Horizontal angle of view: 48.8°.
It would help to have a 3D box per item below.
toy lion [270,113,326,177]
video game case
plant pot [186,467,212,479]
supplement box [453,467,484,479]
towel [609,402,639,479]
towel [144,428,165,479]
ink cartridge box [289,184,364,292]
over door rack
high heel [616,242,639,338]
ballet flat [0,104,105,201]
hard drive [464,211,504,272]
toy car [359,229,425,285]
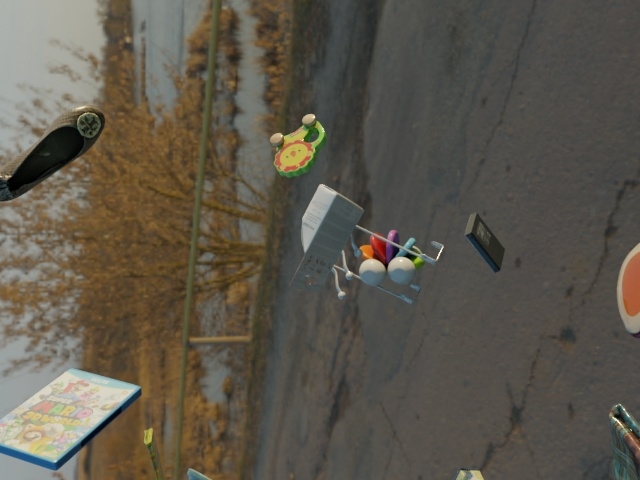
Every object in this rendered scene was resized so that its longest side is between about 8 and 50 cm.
[{"bbox_3d":[-0.033,-0.149,1.151,0.096,0.100,0.034,60,-178,41],"label":"toy lion"},{"bbox_3d":[-0.324,0.220,0.891,0.166,0.119,0.015,-42,-43,-60],"label":"video game case"},{"bbox_3d":[-0.176,0.612,1.136,0.334,0.341,0.341,-54,2,-24],"label":"plant pot"},{"bbox_3d":[0.379,0.639,1.793,0.083,0.056,0.083,-110,31,-57],"label":"supplement box"},{"bbox_3d":[0.428,0.415,0.850,0.271,0.040,0.370,-109,0,-59],"label":"towel"},{"bbox_3d":[-0.377,0.566,1.646,0.102,0.021,0.237,-167,64,-79],"label":"towel"},{"bbox_3d":[0.000,0.000,1.643,0.232,0.066,0.189,-58,-24,4],"label":"ink cartridge box"},{"bbox_3d":[0.127,0.067,1.818,0.239,0.324,0.108,107,179,-56],"label":"over door rack"},{"bbox_3d":[0.616,0.023,1.147,0.377,0.181,0.127,-60,12,-18],"label":"high heel"},{"bbox_3d":[-0.491,-0.153,1.271,0.058,0.250,0.084,37,162,52],"label":"ballet flat"},{"bbox_3d":[0.422,0.005,1.800,0.022,0.135,0.094,-28,22,37],"label":"hard drive"},{"bbox_3d":[0.189,0.039,1.909,0.159,0.182,0.136,-40,-57,-63],"label":"toy car"}]
